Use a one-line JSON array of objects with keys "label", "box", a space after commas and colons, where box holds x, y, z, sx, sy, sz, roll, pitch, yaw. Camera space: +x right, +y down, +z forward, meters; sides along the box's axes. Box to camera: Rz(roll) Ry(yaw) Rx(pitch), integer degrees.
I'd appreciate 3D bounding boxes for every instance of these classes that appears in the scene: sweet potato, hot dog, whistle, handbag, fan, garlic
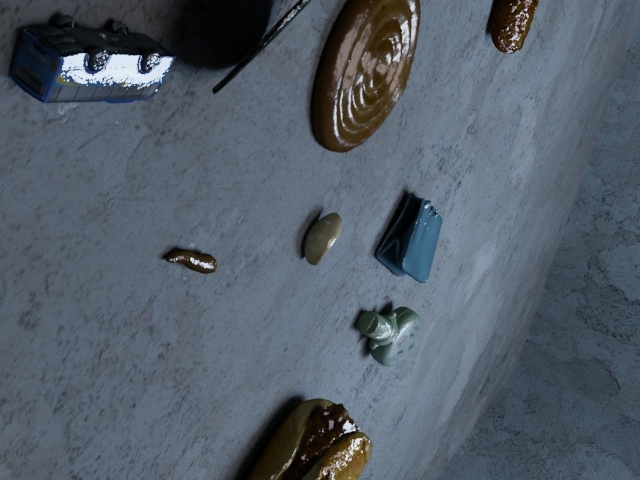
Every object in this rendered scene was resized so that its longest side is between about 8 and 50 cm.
[{"label": "sweet potato", "box": [-0.143, 0.024, 1.130, 0.026, 0.026, 0.115, -64, 158, -1]}, {"label": "hot dog", "box": [0.351, -0.408, 1.753, 0.099, 0.065, 0.147, -44, 158, -43]}, {"label": "whistle", "box": [0.130, 0.180, 1.912, 0.126, 0.067, 0.258, -58, 155, 0]}, {"label": "handbag", "box": [0.176, -0.002, 1.825, 0.144, 0.057, 0.221, -67, 159, -4]}, {"label": "fan", "box": [-0.006, -0.244, 0.972, 0.294, 0.012, 0.223, -46, -171, -9]}, {"label": "garlic", "box": [0.001, 0.000, 1.429, 0.083, 0.041, 0.053, -63, 174, 19]}]

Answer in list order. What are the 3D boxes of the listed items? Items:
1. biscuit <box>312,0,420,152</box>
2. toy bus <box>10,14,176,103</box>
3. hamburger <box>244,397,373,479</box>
[{"label": "biscuit", "box": [0.069, -0.236, 1.321, 0.262, 0.037, 0.262, -50, 155, -34]}, {"label": "toy bus", "box": [-0.184, -0.146, 0.804, 0.061, 0.051, 0.153, -58, 163, 21]}, {"label": "hamburger", "box": [-0.026, 0.391, 1.652, 0.282, 0.155, 0.245, -6, 116, -62]}]
